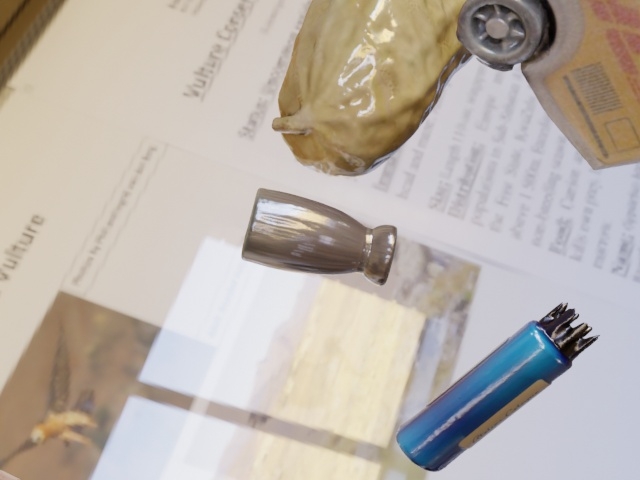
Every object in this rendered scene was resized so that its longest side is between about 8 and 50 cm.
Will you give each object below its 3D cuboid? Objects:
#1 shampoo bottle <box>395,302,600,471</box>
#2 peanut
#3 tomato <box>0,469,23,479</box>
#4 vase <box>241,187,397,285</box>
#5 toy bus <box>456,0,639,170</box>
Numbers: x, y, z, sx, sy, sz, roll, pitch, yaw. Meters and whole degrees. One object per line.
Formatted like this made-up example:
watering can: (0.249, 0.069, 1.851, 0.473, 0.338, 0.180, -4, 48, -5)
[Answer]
shampoo bottle: (0.150, 0.122, 0.811, 0.183, 0.050, 0.087, -42, -26, 12)
peanut: (0.066, -0.187, 0.880, 0.291, 0.143, 0.159, -51, -17, -32)
tomato: (-0.264, 0.261, 0.524, 0.325, 0.293, 0.289, 1, -90, -47)
vase: (0.000, 0.000, 0.664, 0.053, 0.101, 0.053, -166, 90, -88)
toy bus: (0.093, -0.184, 0.398, 0.138, 0.342, 0.097, -8, 37, 41)
